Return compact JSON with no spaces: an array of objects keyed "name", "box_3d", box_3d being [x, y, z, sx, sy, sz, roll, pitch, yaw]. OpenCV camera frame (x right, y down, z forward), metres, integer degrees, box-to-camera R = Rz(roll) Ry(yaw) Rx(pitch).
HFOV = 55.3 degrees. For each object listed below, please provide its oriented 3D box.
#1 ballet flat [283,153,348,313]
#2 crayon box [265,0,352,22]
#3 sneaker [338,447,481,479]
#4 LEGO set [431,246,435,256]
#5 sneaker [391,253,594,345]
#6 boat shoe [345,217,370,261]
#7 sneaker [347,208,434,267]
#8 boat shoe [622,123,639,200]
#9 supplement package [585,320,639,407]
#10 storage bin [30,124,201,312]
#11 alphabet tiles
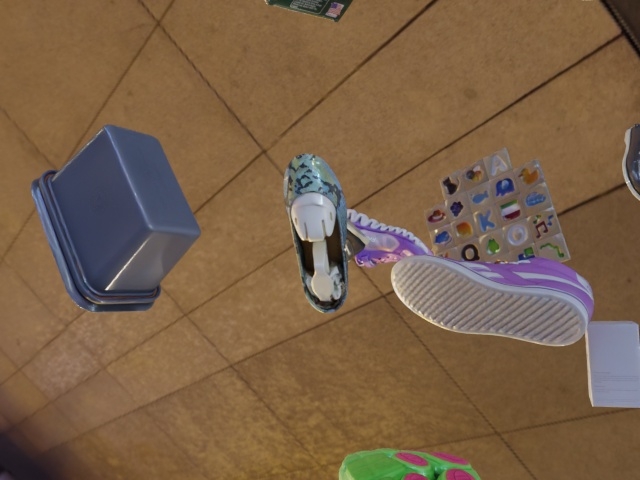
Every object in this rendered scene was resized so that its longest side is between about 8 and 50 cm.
[{"name":"ballet flat","box_3d":[0.000,0.000,0.668,0.070,0.070,0.188,7,125,31]},{"name":"crayon box","box_3d":[-0.086,-0.583,1.204,0.081,0.202,0.318,-48,64,36]},{"name":"sneaker","box_3d":[0.127,0.380,0.644,0.185,0.483,0.202,7,101,-14]},{"name":"LEGO set","box_3d":[0.377,0.081,1.755,0.107,0.287,0.132,-24,131,40]},{"name":"sneaker","box_3d":[0.257,0.070,0.914,0.282,0.161,0.102,16,117,25]},{"name":"boat shoe","box_3d":[0.023,-0.016,1.121,0.084,0.079,0.233,49,-177,27]},{"name":"sneaker","box_3d":[0.129,0.018,1.311,0.236,0.104,0.095,22,166,35]},{"name":"boat shoe","box_3d":[0.727,-0.185,1.360,0.081,0.227,0.069,31,143,-17]},{"name":"supplement package","box_3d":[0.649,0.271,1.357,0.105,0.105,0.179,-3,85,21]},{"name":"storage bin","box_3d":[-0.156,-0.022,0.500,0.091,0.098,0.135,-39,66,25]},{"name":"alphabet tiles","box_3d":[0.365,-0.017,1.308,0.285,0.011,0.342,-27,61,36]}]
